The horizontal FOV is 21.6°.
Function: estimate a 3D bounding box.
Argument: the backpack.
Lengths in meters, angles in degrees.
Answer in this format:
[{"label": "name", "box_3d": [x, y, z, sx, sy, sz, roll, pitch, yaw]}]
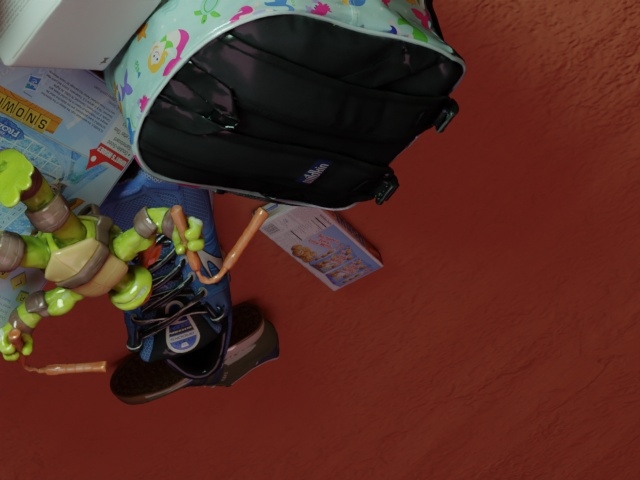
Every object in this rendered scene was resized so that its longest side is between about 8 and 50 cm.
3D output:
[{"label": "backpack", "box_3d": [-0.042, -0.144, 1.345, 0.253, 0.191, 0.225, 3, 141, -40]}]

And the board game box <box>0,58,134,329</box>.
[{"label": "board game box", "box_3d": [-0.328, -0.045, 1.345, 0.318, 0.066, 0.318, -55, 140, 1]}]

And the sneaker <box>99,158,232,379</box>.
[{"label": "sneaker", "box_3d": [-0.140, 0.028, 1.604, 0.129, 0.147, 0.330, -18, 147, 2]}]

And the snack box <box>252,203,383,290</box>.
[{"label": "snack box", "box_3d": [0.000, 0.000, 1.741, 0.064, 0.022, 0.178, -28, 146, 15]}]

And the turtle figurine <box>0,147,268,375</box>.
[{"label": "turtle figurine", "box_3d": [-0.195, 0.003, 1.377, 0.269, 0.087, 0.217, -31, 141, 21]}]

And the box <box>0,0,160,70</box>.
[{"label": "box", "box_3d": [-0.190, -0.190, 1.244, 0.101, 0.087, 0.102, -4, 147, -51]}]

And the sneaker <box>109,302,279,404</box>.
[{"label": "sneaker", "box_3d": [-0.130, 0.142, 1.856, 0.192, 0.064, 0.086, -27, 142, 10]}]
